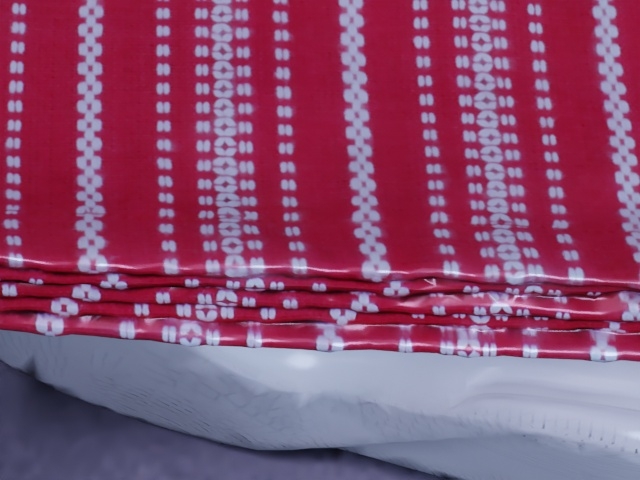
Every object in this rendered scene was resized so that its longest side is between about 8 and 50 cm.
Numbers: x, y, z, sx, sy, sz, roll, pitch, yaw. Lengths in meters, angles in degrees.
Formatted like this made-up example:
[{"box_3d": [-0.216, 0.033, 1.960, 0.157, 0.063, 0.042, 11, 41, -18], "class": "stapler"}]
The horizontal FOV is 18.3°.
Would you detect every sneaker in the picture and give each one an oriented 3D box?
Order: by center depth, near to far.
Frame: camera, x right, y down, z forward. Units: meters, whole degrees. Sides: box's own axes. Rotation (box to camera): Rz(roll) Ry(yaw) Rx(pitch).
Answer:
[{"box_3d": [0.000, 0.000, 0.487, 0.212, 0.080, 0.094, 14, 67, 4], "class": "sneaker"}]

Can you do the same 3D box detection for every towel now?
[{"box_3d": [0.024, -0.066, 0.466, 0.275, 0.031, 0.198, 3, 62, -4], "class": "towel"}]
